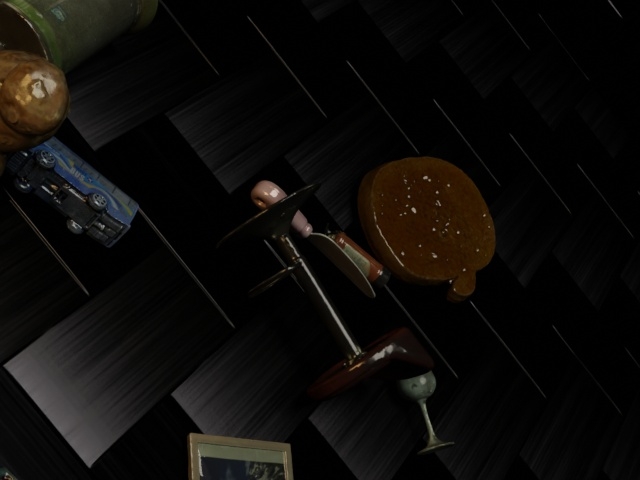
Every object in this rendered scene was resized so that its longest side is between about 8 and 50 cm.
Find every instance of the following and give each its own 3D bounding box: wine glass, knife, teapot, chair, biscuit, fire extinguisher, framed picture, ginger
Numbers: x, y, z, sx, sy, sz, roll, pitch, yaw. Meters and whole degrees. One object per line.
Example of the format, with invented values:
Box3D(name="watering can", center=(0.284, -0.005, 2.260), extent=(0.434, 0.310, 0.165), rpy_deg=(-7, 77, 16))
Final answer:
Box3D(name="wine glass", center=(0.195, 0.311, 1.954), extent=(0.079, 0.079, 0.195), rpy_deg=(1, 65, -43))
Box3D(name="knife", center=(0.001, -0.001, 1.976), extent=(0.336, 0.081, 0.043), rpy_deg=(40, 65, -16))
Box3D(name="teapot", center=(-0.468, -0.399, 1.715), extent=(0.270, 0.200, 0.337), rpy_deg=(47, 44, -10))
Box3D(name="chair", center=(0.012, 0.118, 1.800), extent=(0.226, 0.226, 0.401), rpy_deg=(-31, 87, -49))
Box3D(name="biscuit", center=(0.240, -0.024, 2.226), extent=(0.394, 0.070, 0.350), rpy_deg=(-3, 68, -43))
Box3D(name="fire extinguisher", center=(0.065, 0.028, 2.034), extent=(0.177, 0.062, 0.050), rpy_deg=(40, 56, -19))
Box3D(name="framed picture", center=(-0.119, 0.451, 1.612), extent=(0.209, 0.019, 0.281), rpy_deg=(13, 56, -37))
Box3D(name="ginger", center=(-0.482, -0.184, 1.488), extent=(0.155, 0.304, 0.244), rpy_deg=(46, 24, -28))

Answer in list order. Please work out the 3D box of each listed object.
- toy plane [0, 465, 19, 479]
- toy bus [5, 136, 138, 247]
Box3D(name="toy plane", center=(-0.429, 0.340, 1.330), extent=(0.326, 0.104, 0.223), rpy_deg=(54, 14, 4))
Box3D(name="toy bus", center=(-0.414, -0.090, 1.656), extent=(0.236, 0.079, 0.094), rpy_deg=(41, 27, -16))
